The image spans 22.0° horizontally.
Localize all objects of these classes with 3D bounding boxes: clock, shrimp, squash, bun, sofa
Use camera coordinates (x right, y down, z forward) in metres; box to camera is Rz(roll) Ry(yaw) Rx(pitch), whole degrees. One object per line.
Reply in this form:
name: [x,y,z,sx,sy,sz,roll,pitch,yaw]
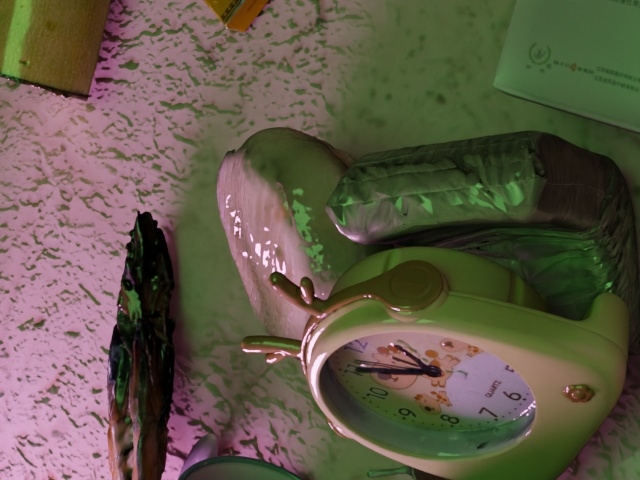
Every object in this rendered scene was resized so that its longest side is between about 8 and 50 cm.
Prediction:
clock: [0.092,0.097,1.407,0.235,0.308,0.096,115,171,-52]
shrimp: [-0.178,0.142,1.667,0.071,0.233,0.365,4,79,-9]
squash: [-0.287,-0.285,1.791,0.132,0.132,0.247,18,97,33]
bun: [0.000,0.000,1.559,0.239,0.141,0.239,58,160,34]
sofa: [0.148,0.013,1.432,0.210,0.225,0.176,-5,80,31]

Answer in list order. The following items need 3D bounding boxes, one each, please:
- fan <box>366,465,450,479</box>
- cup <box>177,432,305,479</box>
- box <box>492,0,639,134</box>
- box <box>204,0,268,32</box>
fan: [0.102,0.218,1.583,0.133,0.005,0.085,-13,82,31]
cup: [-0.088,0.326,1.617,0.173,0.167,0.299,-67,32,29]
box: [0.292,-0.243,1.416,0.200,0.106,0.299,21,101,31]
box: [-0.123,-0.368,1.736,0.153,0.041,0.279,-49,64,21]
